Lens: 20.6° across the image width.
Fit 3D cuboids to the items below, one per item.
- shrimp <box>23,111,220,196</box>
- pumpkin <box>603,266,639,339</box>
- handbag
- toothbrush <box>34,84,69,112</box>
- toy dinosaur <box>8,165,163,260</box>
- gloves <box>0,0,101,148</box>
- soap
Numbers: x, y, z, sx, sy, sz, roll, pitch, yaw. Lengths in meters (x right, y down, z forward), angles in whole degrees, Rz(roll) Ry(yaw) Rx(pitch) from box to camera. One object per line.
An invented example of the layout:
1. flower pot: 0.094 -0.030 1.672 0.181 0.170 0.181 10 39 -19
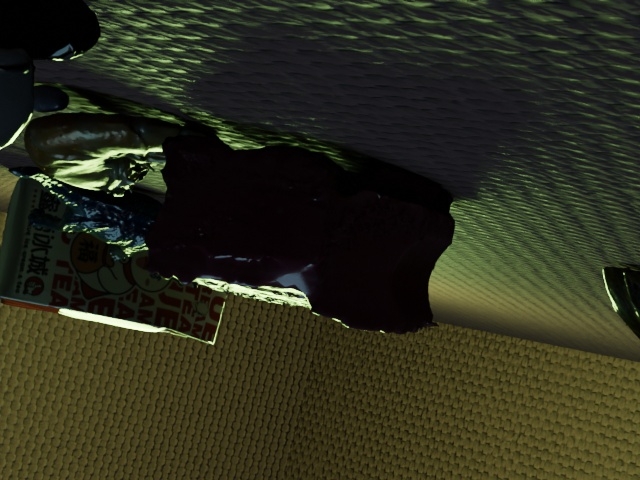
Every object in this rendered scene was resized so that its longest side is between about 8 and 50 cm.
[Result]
1. shrimp: -0.136 -0.069 1.293 0.133 0.053 0.236 -13 172 7
2. pumpkin: 0.390 0.097 1.535 0.139 0.190 0.281 9 131 56
3. handbag: -0.254 0.024 2.225 0.298 0.171 0.151 10 173 -8
4. toothbrush: -0.245 -0.104 1.304 0.027 0.021 0.269 10 178 -31
5. toy dinosaur: -0.233 -0.026 2.036 0.363 0.076 0.147 21 166 -37
6. gloves: -0.203 -0.092 0.832 0.142 0.119 0.285 -20 -169 -29
7. soap: 0.000 0.000 1.283 0.182 0.112 0.289 13 179 13
